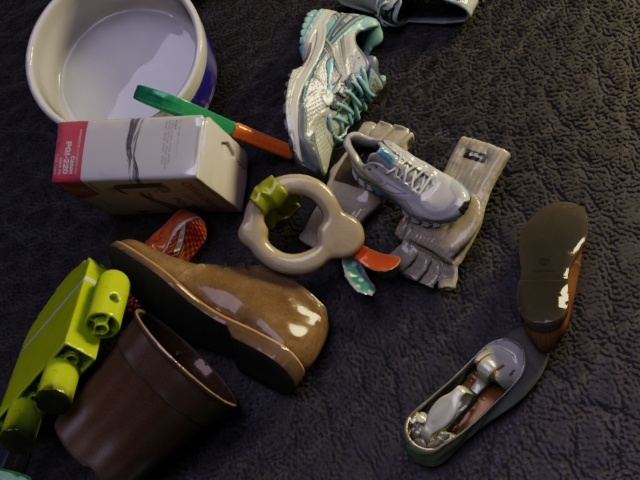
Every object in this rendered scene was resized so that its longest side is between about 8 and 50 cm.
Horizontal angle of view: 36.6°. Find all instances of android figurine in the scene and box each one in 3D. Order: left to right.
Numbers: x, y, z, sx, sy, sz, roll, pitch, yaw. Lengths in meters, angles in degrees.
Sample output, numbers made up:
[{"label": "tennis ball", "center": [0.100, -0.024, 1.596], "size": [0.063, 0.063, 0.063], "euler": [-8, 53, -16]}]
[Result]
[{"label": "android figurine", "center": [-0.322, 0.131, 1.206], "size": [0.248, 0.056, 0.273], "euler": [-46, 23, 25]}]

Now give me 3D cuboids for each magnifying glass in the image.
[{"label": "magnifying glass", "center": [-0.142, -0.159, 1.314], "size": [0.026, 0.231, 0.092], "euler": [-71, 19, 0]}]

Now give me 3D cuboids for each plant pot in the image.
[{"label": "plant pot", "center": [-0.213, 0.197, 1.149], "size": [0.165, 0.167, 0.167], "euler": [-47, 57, -1]}]

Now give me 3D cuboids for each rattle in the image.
[{"label": "rattle", "center": [0.000, 0.000, 1.234], "size": [0.199, 0.143, 0.130], "euler": [20, 72, 1]}]

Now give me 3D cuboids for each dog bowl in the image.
[{"label": "dog bowl", "center": [-0.290, -0.258, 1.425], "size": [0.265, 0.104, 0.265], "euler": [-2, 74, 8]}]

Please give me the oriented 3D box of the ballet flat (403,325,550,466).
[{"label": "ballet flat", "center": [0.177, 0.167, 1.081], "size": [0.213, 0.068, 0.072], "euler": [-43, 57, -9]}]

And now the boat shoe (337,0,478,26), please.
[{"label": "boat shoe", "center": [0.116, -0.352, 1.400], "size": [0.227, 0.079, 0.081], "euler": [6, 58, 18]}]

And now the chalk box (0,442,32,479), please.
[{"label": "chalk box", "center": [-0.488, 0.297, 1.160], "size": [0.289, 0.179, 0.180], "euler": [5, 63, 21]}]

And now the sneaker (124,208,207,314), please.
[{"label": "sneaker", "center": [-0.224, 0.032, 1.310], "size": [0.175, 0.064, 0.067], "euler": [-45, 32, -10]}]

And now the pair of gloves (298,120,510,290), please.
[{"label": "pair of gloves", "center": [0.105, -0.051, 1.246], "size": [0.240, 0.042, 0.204], "euler": [16, 73, 33]}]

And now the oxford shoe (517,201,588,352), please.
[{"label": "oxford shoe", "center": [0.268, 0.039, 1.131], "size": [0.076, 0.076, 0.212], "euler": [4, 46, 23]}]

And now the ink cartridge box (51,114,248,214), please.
[{"label": "ink cartridge box", "center": [-0.226, -0.098, 1.313], "size": [0.218, 0.158, 0.092], "euler": [-2, 74, 18]}]

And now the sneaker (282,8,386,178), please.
[{"label": "sneaker", "center": [0.024, -0.211, 1.333], "size": [0.122, 0.110, 0.283], "euler": [0, 61, 15]}]

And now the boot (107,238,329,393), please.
[{"label": "boot", "center": [-0.129, 0.070, 1.218], "size": [0.305, 0.112, 0.115], "euler": [29, 59, 15]}]

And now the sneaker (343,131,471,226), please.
[{"label": "sneaker", "center": [0.098, -0.080, 1.189], "size": [0.190, 0.083, 0.071], "euler": [28, 78, 35]}]
